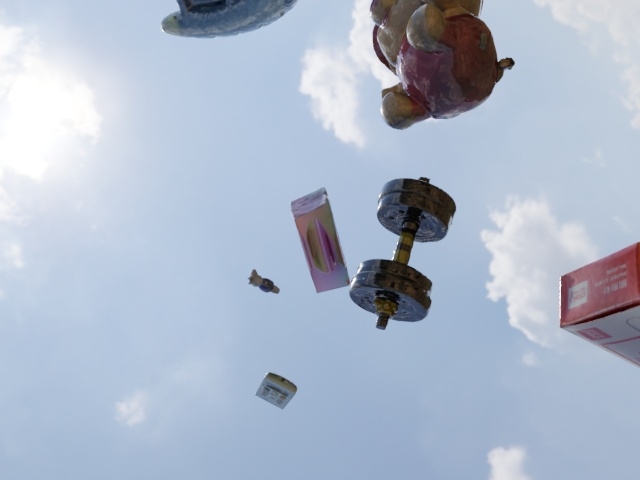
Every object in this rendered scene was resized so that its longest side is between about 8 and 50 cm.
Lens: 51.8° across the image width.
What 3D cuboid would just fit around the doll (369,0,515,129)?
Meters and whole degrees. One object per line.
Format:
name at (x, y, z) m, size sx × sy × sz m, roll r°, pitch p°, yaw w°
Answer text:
doll at (0.140, -0.270, 0.859) m, size 0.152 × 0.196 × 0.255 m, roll 35°, pitch -140°, yaw -29°

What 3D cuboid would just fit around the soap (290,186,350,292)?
soap at (0.000, 0.000, 0.937) m, size 0.100 × 0.056 × 0.149 m, roll -104°, pitch -2°, yaw -61°

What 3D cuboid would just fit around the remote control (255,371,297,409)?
remote control at (-0.078, 0.262, 1.157) m, size 0.061 × 0.162 × 0.029 m, roll 27°, pitch -117°, yaw -1°

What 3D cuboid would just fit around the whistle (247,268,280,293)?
whistle at (-0.111, 0.084, 1.306) m, size 0.083 × 0.029 × 0.033 m, roll 33°, pitch -111°, yaw -41°

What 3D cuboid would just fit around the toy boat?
toy boat at (-0.171, -0.447, 1.123) m, size 0.123 × 0.330 × 0.215 m, roll -66°, pitch -34°, yaw -48°

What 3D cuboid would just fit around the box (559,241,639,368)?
box at (0.423, 0.098, 0.863) m, size 0.182 × 0.133 × 0.099 m, roll 28°, pitch -123°, yaw -21°

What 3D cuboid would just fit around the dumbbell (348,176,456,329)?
dumbbell at (0.187, 0.022, 1.485) m, size 0.185 × 0.185 × 0.388 m, roll 36°, pitch -119°, yaw -33°
